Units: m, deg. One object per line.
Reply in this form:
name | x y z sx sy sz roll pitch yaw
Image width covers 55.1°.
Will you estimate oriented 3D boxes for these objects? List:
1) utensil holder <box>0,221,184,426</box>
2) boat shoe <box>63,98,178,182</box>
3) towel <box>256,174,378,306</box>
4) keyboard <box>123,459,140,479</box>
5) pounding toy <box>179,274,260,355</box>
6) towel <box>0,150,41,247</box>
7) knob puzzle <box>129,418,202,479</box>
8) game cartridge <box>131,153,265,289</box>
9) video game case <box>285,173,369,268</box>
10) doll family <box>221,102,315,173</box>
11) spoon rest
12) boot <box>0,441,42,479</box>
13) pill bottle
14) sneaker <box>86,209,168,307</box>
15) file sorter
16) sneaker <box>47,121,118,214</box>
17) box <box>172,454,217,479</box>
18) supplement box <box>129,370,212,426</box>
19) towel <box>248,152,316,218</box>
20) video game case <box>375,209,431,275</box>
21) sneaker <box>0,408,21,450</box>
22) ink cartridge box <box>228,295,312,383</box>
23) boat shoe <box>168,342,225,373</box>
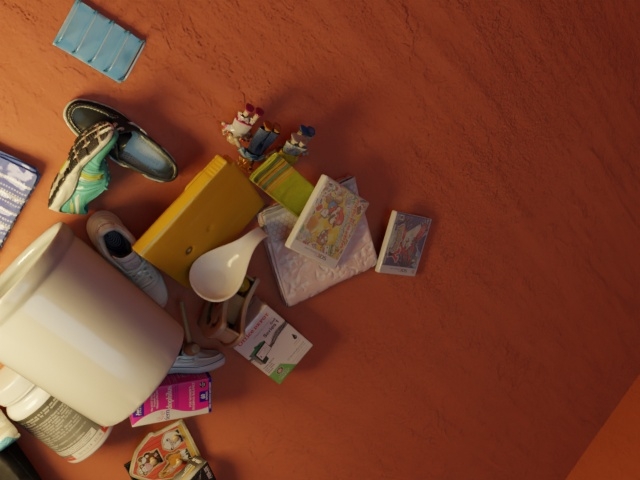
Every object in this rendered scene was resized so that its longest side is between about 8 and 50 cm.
utensil holder | -0.563 0.203 1.428 0.327 0.327 0.385 -47 114 -8
boat shoe | -0.478 -0.243 1.501 0.302 0.091 0.114 28 91 -30
towel | 0.000 0.000 1.836 0.331 0.053 0.317 -24 114 -19
keyboard | -0.478 0.620 1.782 0.180 0.023 0.108 -26 121 -19
pounding toy | -0.283 0.190 1.659 0.155 0.154 0.269 34 71 -30
towel | -0.829 -0.068 1.402 0.243 0.040 0.336 28 90 -29
knob puzzle | -0.454 0.627 1.766 0.213 0.030 0.213 -12 116 -26
game cartridge | -0.301 -0.045 1.584 0.324 0.052 0.285 -50 157 -9
video game case | 0.023 -0.049 1.760 0.206 0.026 0.227 27 91 -45
doll family | -0.142 -0.242 1.640 0.263 0.118 0.163 17 138 -29
spoon rest | -0.232 0.051 1.638 0.137 0.084 0.276 40 56 5
boot | -0.846 0.746 1.557 0.367 0.146 0.445 -29 114 -10
pill bottle | -0.673 0.416 1.545 0.161 0.161 0.283 -42 119 -11
sneaker | -0.484 0.071 1.552 0.114 0.152 0.305 -37 119 -15
file sorter | -0.507 -0.459 1.420 0.170 0.104 0.118 29 91 -31
sneaker | -0.546 -0.168 1.456 0.110 0.107 0.275 20 125 -37
box | -0.374 0.776 1.798 0.183 0.056 0.231 -45 132 -40
supplement box | -0.422 0.424 1.705 0.220 0.114 0.111 -4 107 -24
towel | -0.086 -0.142 1.660 0.102 0.021 0.237 -41 138 9
video game case | 0.268 0.013 1.968 0.183 0.023 0.201 8 100 -43
sneaker | -0.785 0.444 1.458 0.087 0.228 0.092 -34 111 -35
ink cartridge box | -0.158 0.293 1.812 0.160 0.092 0.219 -50 120 -7
boat shoe | -0.376 0.325 1.715 0.226 0.083 0.076 -4 107 -25
